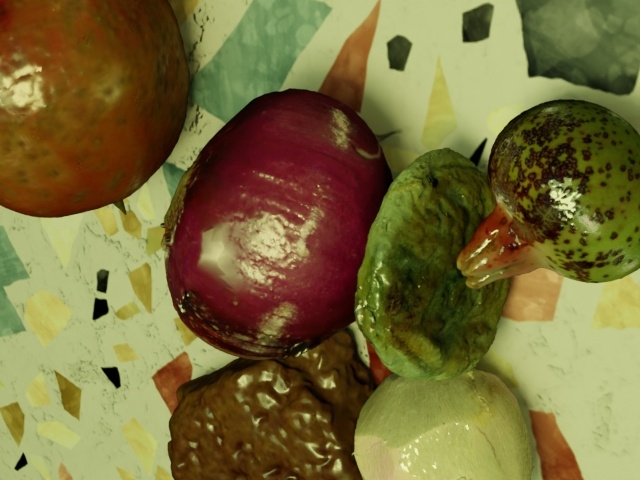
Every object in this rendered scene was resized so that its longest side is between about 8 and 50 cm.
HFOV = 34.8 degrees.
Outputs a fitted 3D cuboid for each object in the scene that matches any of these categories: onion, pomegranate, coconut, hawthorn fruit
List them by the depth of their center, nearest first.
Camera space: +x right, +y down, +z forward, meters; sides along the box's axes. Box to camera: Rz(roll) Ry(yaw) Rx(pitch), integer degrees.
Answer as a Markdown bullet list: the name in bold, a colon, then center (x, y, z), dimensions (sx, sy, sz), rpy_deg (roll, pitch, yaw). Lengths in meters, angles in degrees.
- **pomegranate**: center (0.253, -0.035, 1.126), dimensions (0.248, 0.214, 0.214), rpy_deg (-37, 84, 9)
- **onion**: center (0.000, 0.000, 1.282), dimensions (0.385, 0.348, 0.348), rpy_deg (19, 121, -12)
- **coconut**: center (0.152, 0.261, 1.294), dimensions (0.227, 0.227, 0.231), rpy_deg (-15, 105, 35)
- **hawthorn fruit**: center (-0.356, -0.202, 1.386), dimensions (0.402, 0.402, 0.403), rpy_deg (11, 112, 30)

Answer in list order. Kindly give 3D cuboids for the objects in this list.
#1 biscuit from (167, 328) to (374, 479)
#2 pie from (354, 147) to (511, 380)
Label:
- **biscuit**: center (-0.037, 0.350, 1.482), dimensions (0.342, 0.166, 0.395), rpy_deg (-27, 92, 38)
- **pie**: center (0.143, 0.034, 1.197), dimensions (0.078, 0.277, 0.277), rpy_deg (15, 114, 42)
